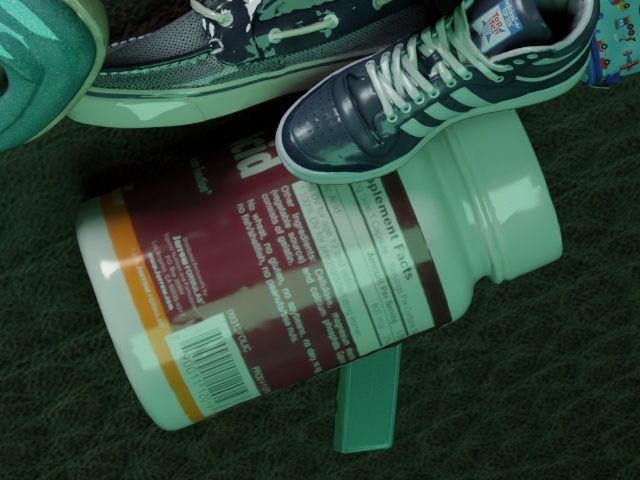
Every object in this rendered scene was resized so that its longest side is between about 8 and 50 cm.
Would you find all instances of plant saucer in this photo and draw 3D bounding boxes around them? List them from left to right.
[{"bbox_3d":[0.052,0.143,1.816,0.067,0.018,0.192,-5,123,-13],"label":"plant saucer"}]

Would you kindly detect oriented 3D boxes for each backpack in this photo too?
[{"bbox_3d":[0.220,-0.211,1.569,0.173,0.117,0.158,-13,125,-4],"label":"backpack"}]

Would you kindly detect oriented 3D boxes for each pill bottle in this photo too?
[{"bbox_3d":[0.000,0.000,1.578,0.392,0.224,0.224,-21,126,-1],"label":"pill bottle"}]

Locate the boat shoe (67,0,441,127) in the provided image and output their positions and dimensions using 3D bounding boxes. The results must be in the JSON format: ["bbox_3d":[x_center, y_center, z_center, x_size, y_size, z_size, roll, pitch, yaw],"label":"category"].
[{"bbox_3d":[-0.062,-0.205,1.499,0.341,0.127,0.158,-14,119,-17],"label":"boat shoe"}]

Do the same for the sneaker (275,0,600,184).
[{"bbox_3d":[0.096,-0.140,1.421,0.282,0.099,0.153,-22,166,-9],"label":"sneaker"}]

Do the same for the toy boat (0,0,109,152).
[{"bbox_3d":[-0.341,-0.172,1.384,0.318,0.148,0.267,34,138,-20],"label":"toy boat"}]
